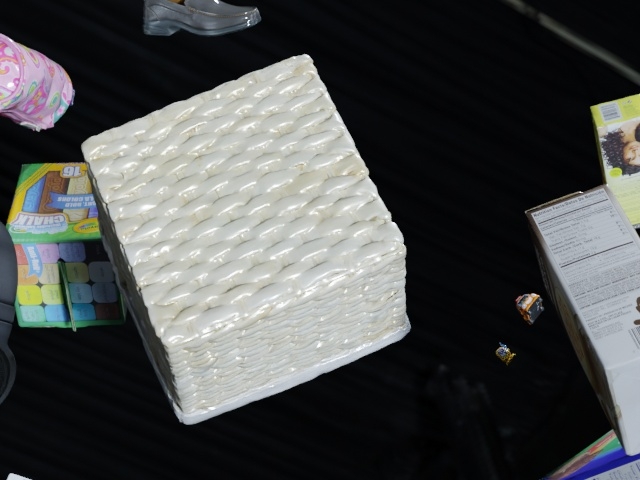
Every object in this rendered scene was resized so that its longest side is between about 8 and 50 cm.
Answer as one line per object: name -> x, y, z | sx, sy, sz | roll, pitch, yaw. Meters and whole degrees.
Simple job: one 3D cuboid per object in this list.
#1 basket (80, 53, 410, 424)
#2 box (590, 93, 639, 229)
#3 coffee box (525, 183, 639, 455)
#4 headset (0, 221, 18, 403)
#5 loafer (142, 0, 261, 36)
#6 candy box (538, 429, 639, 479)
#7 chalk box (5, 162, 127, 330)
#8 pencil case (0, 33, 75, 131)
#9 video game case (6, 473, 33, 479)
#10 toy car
basket -> -0.096, -0.001, 1.723 | 0.266, 0.331, 0.328 | 84, -18, -65
box -> 0.482, -0.116, 2.181 | 0.087, 0.232, 0.058 | -15, -137, 8
coffee box -> 0.304, 0.077, 1.429 | 0.098, 0.141, 0.246 | -20, -140, 2
headset -> -0.455, 0.159, 1.686 | 0.243, 0.185, 0.394 | 3, -105, 46
loafer -> -0.160, -0.303, 1.824 | 0.062, 0.170, 0.061 | -49, 137, -62
candy box -> 0.444, 0.284, 1.775 | 0.268, 0.122, 0.317 | -27, 173, -34
chalk box -> -0.402, 0.024, 2.231 | 0.289, 0.179, 0.180 | -91, 179, -55
pencil case -> -0.467, -0.238, 2.130 | 0.124, 0.124, 0.284 | -64, 175, 0
video game case -> -0.465, 0.501, 2.366 | 0.183, 0.201, 0.023 | -75, -174, -47
toy car -> 0.311, 0.136, 2.227 | 0.040, 0.060, 0.122 | 35, -88, 29
